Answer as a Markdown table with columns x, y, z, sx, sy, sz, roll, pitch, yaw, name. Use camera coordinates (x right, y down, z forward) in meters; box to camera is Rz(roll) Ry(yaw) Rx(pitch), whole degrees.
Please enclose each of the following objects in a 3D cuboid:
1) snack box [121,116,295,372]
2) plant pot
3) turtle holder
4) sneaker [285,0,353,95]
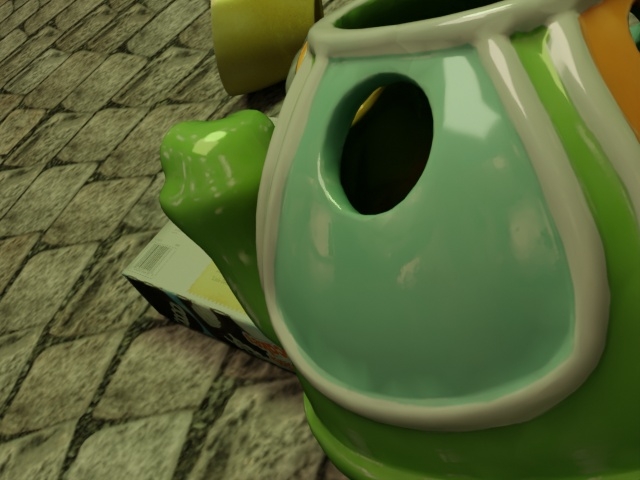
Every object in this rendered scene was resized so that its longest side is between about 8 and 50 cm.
| x | y | z | sx | sy | sz | roll | pitch | yaw | name |
| --- | --- | --- | --- | --- | --- | --- | --- | --- | --- |
| 0.000 | 0.000 | 0.775 | 0.187 | 0.060 | 0.322 | -50 | 32 | -18 | snack box |
| -0.047 | -0.214 | 1.069 | 0.095 | 0.134 | 0.134 | -2 | 39 | 8 | plant pot |
| 0.079 | -0.012 | 0.499 | 0.243 | 0.228 | 0.320 | -26 | 22 | -14 | turtle holder |
| 0.015 | -0.155 | 0.945 | 0.083 | 0.084 | 0.215 | -23 | 17 | 32 | sneaker |
